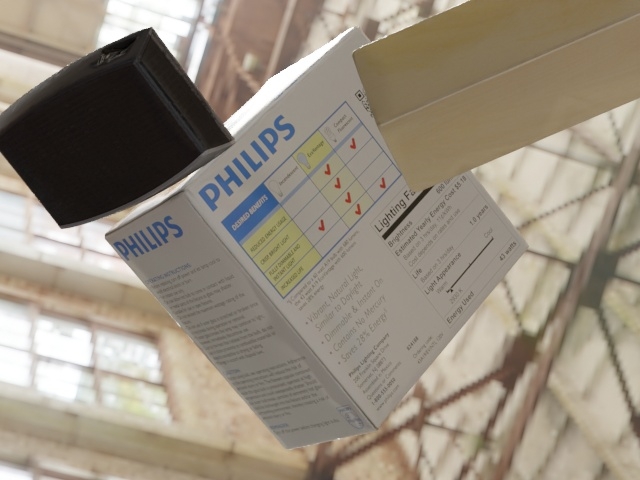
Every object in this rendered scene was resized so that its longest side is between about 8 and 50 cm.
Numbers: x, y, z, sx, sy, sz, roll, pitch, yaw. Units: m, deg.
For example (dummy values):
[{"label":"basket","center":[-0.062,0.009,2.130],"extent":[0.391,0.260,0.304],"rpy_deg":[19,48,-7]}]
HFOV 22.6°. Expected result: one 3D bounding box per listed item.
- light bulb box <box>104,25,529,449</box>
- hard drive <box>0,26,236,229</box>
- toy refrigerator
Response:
[{"label":"light bulb box","center":[0.000,0.000,1.967],"extent":[0.358,0.361,0.225],"rpy_deg":[-46,-167,-33]},{"label":"hard drive","center":[-0.233,-0.110,1.734],"extent":[0.254,0.172,0.054],"rpy_deg":[-24,-159,34]},{"label":"toy refrigerator","center":[0.171,-0.149,1.284],"extent":[0.102,0.269,0.094],"rpy_deg":[56,13,-53]}]
